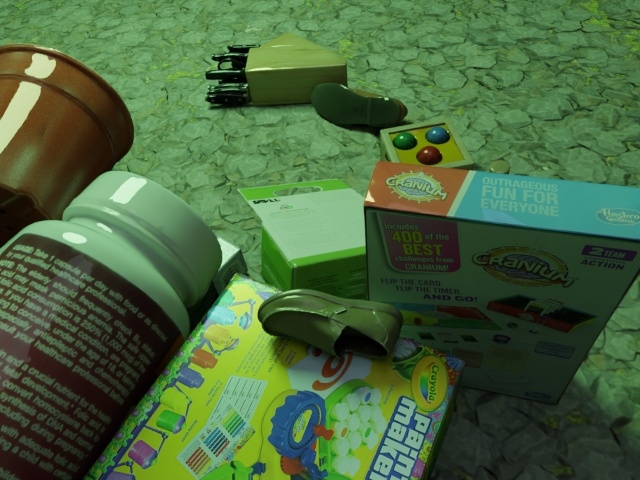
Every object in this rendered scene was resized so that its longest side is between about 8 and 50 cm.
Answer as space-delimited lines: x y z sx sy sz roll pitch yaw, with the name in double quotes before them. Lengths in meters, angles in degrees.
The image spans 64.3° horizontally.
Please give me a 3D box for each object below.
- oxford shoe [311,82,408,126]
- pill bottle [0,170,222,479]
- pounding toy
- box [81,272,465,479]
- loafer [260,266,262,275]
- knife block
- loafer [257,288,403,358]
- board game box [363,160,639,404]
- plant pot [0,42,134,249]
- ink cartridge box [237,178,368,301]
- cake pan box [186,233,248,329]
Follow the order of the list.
"oxford shoe" 0.077 -0.272 1.036 0.212 0.076 0.076 22 25 26
"pill bottle" -0.284 0.123 0.544 0.223 0.224 0.392 16 55 19
"pounding toy" 0.221 -0.123 0.859 0.205 0.094 0.181 -11 49 -2
"box" -0.035 0.232 0.532 0.279 0.177 0.290 19 54 22
"loafer" -0.046 0.021 0.811 0.125 0.039 0.045 -40 97 -23
"knife block" -0.109 -0.344 1.094 0.242 0.088 0.275 -38 56 -23
"loafer" 0.008 0.085 0.502 0.147 0.056 0.050 1 42 7
"board game box" 0.174 0.064 0.559 0.242 0.317 0.064 9 51 13
"plant pot" -0.484 -0.128 0.836 0.272 0.273 0.265 0 51 7
"ink cartridge box" 0.000 0.000 0.756 0.188 0.097 0.255 -9 30 -22
"cake pan box" -0.282 0.060 0.783 0.266 0.070 0.246 29 61 26
